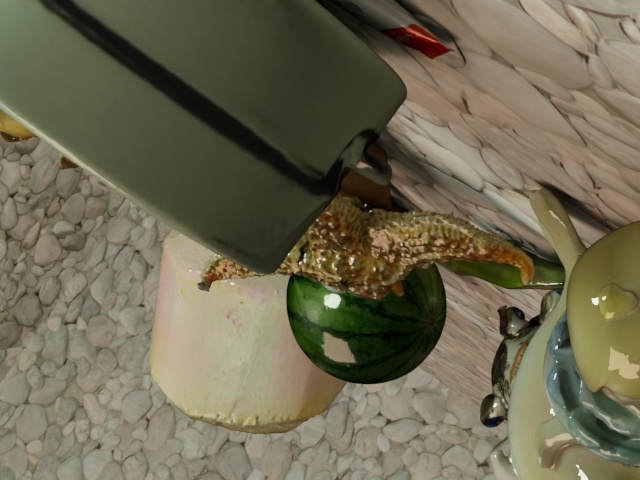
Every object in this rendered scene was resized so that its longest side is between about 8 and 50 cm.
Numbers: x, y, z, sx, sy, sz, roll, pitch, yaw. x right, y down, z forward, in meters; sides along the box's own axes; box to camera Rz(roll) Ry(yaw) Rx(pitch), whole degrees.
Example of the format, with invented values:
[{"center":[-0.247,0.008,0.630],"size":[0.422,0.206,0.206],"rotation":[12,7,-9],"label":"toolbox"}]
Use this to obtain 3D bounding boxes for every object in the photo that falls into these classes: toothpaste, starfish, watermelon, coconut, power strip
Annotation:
[{"center":[-0.002,-0.166,0.982],"size":[0.190,0.031,0.048],"rotation":[34,172,-11],"label":"toothpaste"},{"center":[-0.003,0.011,1.460],"size":[0.301,0.084,0.293],"rotation":[12,167,-18],"label":"starfish"},{"center":[0.044,0.070,1.880],"size":[0.214,0.188,0.188],"rotation":[16,163,41],"label":"watermelon"},{"center":[-0.079,0.079,2.199],"size":[0.297,0.309,0.297],"rotation":[14,-161,-5],"label":"coconut"},{"center":[-0.112,-0.127,1.045],"size":[0.357,0.161,0.357],"rotation":[37,-177,-2],"label":"power strip"}]

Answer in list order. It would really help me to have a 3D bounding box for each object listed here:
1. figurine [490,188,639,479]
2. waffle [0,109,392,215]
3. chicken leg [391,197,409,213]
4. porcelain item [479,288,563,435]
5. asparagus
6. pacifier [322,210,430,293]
[{"center":[0.209,0.068,1.120],"size":[0.274,0.226,0.394],"rotation":[63,178,20],"label":"figurine"},{"center":[-0.137,-0.101,1.458],"size":[0.304,0.077,0.348],"rotation":[2,164,44],"label":"waffle"},{"center":[0.057,-0.051,1.624],"size":[0.062,0.037,0.145],"rotation":[15,161,36],"label":"chicken leg"},{"center":[0.254,0.133,1.451],"size":[0.186,0.138,0.288],"rotation":[15,173,-5],"label":"porcelain item"},{"center":[0.180,0.028,1.447],"size":[0.178,0.045,0.041],"rotation":[22,138,50],"label":"asparagus"},{"center":[0.040,0.003,1.716],"size":[0.150,0.116,0.127],"rotation":[35,173,18],"label":"pacifier"}]
